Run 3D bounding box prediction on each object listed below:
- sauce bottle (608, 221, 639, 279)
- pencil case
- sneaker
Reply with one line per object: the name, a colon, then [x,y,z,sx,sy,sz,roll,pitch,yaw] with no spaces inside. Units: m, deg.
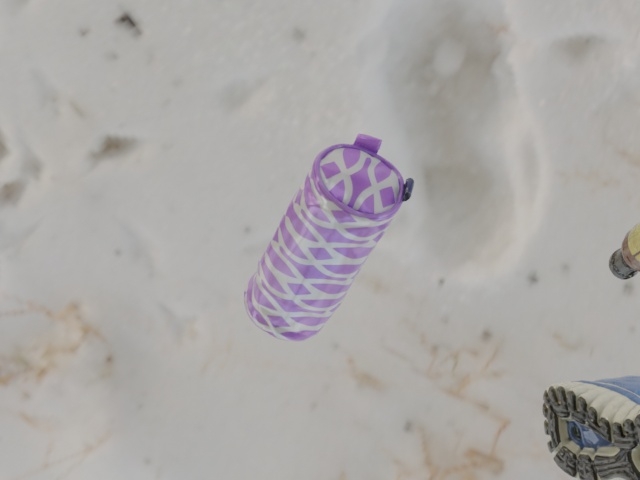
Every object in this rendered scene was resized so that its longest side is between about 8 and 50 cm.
sauce bottle: [0.268,0.001,1.486,0.042,0.042,0.128,39,159,-2]
pencil case: [0.000,0.000,1.568,0.086,0.088,0.206,17,137,-15]
sneaker: [0.363,0.190,1.794,0.330,0.147,0.129,23,125,57]
